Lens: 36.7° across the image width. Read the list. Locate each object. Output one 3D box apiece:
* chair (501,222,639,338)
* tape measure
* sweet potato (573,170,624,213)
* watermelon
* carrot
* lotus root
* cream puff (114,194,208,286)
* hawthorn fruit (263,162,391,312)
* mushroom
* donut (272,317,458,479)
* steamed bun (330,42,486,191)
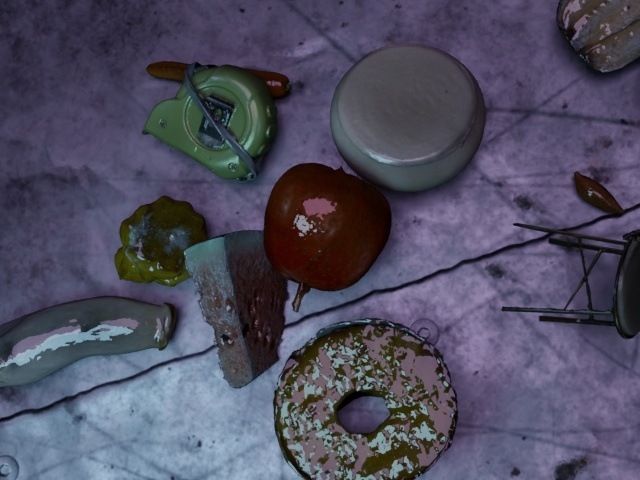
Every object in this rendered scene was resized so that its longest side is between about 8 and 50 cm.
[{"bbox_3d":[0.426,0.049,1.309,0.326,0.160,0.170,5,82,37],"label":"chair"},{"bbox_3d":[-0.157,-0.188,1.505,0.200,0.106,0.175,34,108,12],"label":"tape measure"},{"bbox_3d":[0.416,-0.068,1.453,0.095,0.034,0.034,41,88,16],"label":"sweet potato"},{"bbox_3d":[-0.114,0.106,1.471,0.094,0.154,0.241,-5,90,43],"label":"watermelon"},{"bbox_3d":[-0.165,-0.264,1.564,0.248,0.043,0.043,10,82,11],"label":"carrot"},{"bbox_3d":[0.504,-0.396,1.479,0.329,0.078,0.167,-34,101,0],"label":"lotus root"},{"bbox_3d":[-0.251,0.010,1.500,0.146,0.116,0.146,11,68,-27],"label":"cream puff"},{"bbox_3d":[0.000,0.000,1.427,0.196,0.196,0.225,21,98,11],"label":"hawthorn fruit"},{"bbox_3d":[-0.396,0.152,1.501,0.351,0.097,0.109,-14,80,3],"label":"mushroom"},{"bbox_3d":[0.068,0.247,1.419,0.272,0.107,0.272,-3,78,12],"label":"donut"},{"bbox_3d":[0.131,-0.175,1.454,0.232,0.145,0.232,-2,67,4],"label":"steamed bun"}]
